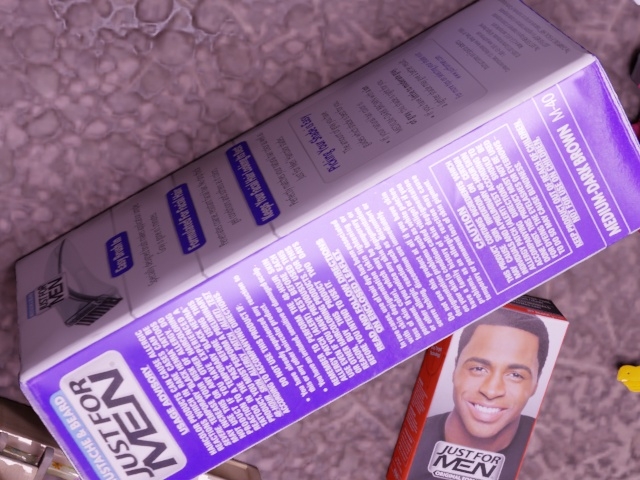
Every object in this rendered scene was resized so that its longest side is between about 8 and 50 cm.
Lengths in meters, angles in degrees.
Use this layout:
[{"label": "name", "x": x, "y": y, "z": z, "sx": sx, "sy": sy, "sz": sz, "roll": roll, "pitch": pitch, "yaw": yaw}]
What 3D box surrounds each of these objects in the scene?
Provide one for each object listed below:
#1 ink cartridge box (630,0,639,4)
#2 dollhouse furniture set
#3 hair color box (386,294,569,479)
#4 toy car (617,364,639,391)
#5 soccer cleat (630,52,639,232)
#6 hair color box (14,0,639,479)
[{"label": "ink cartridge box", "x": 0.177, "y": -0.186, "z": 1.077, "sx": 0.048, "sy": 0.028, "sz": 0.083, "roll": -39, "pitch": 110, "yaw": 4}, {"label": "dollhouse furniture set", "x": -0.129, "y": 0.180, "z": 1.071, "sx": 0.182, "sy": 0.161, "sz": 0.101, "roll": 21, "pitch": 103, "yaw": -14}, {"label": "hair color box", "x": 0.096, "y": 0.101, "z": 1.147, "sx": 0.072, "sy": 0.043, "sz": 0.141, "roll": 13, "pitch": 104, "yaw": -12}, {"label": "toy car", "x": 0.247, "y": 0.058, "z": 1.173, "sx": 0.122, "sy": 0.060, "sz": 0.040, "roll": -15, "pitch": 155, "yaw": 13}, {"label": "soccer cleat", "x": 0.276, "y": -0.131, "z": 1.036, "sx": 0.143, "sy": 0.116, "sz": 0.331, "roll": 9, "pitch": 122, "yaw": -11}, {"label": "hair color box", "x": 0.000, "y": 0.000, "z": 1.023, "sx": 0.339, "sy": 0.185, "sz": 0.110, "roll": -28, "pitch": 111, "yaw": 1}]
